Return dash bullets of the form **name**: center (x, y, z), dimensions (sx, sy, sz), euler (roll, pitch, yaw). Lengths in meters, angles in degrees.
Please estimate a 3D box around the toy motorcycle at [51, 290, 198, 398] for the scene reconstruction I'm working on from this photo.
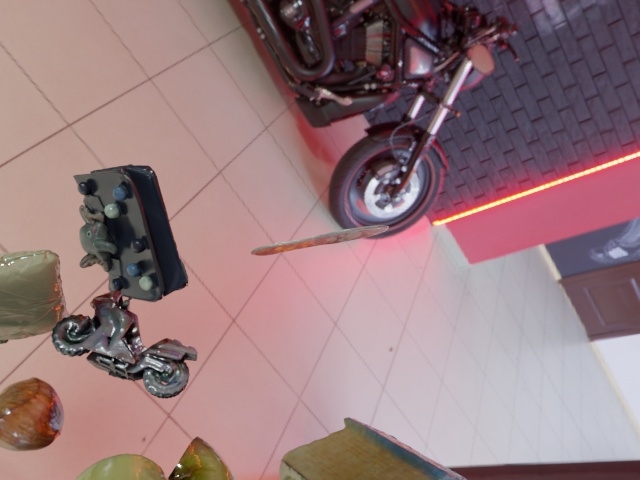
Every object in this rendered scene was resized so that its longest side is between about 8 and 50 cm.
- **toy motorcycle**: center (-0.283, 0.151, 0.790), dimensions (0.213, 0.082, 0.122), euler (24, 55, 3)

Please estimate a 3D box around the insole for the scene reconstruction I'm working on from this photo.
- **insole**: center (0.000, 0.000, 0.735), dimensions (0.065, 0.197, 0.004), euler (95, -16, -76)

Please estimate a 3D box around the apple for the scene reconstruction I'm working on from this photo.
- **apple**: center (-0.276, 0.497, 0.897), dimensions (0.295, 0.233, 0.257), euler (17, 103, -50)

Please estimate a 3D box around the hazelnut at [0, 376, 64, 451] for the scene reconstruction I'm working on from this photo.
- **hazelnut**: center (-0.824, 0.496, 1.482), dimensions (0.214, 0.176, 0.214), euler (49, 15, -18)

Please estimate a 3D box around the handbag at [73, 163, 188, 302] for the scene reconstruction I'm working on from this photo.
- **handbag**: center (-0.481, -0.012, 1.273), dimensions (0.118, 0.269, 0.325), euler (-31, 115, -52)

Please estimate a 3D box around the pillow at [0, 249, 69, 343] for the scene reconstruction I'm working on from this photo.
- **pillow**: center (-0.534, 0.106, 0.783), dimensions (0.281, 0.274, 0.076), euler (-13, 66, -28)

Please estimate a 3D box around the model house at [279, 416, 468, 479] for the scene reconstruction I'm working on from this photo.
- **model house**: center (0.146, 0.593, 1.041), dimensions (0.343, 0.335, 0.382), euler (-9, 101, -37)
